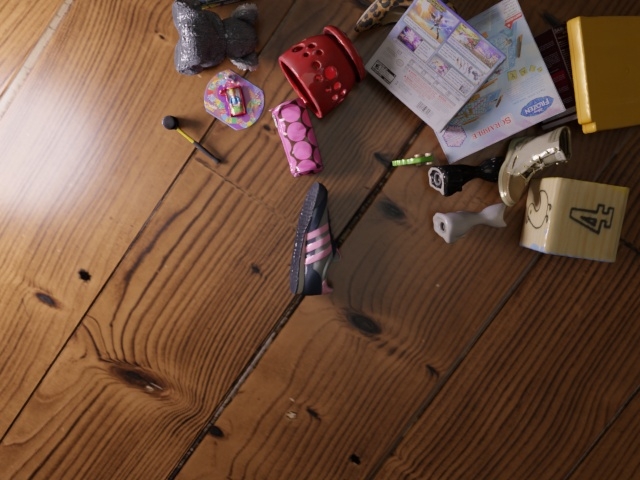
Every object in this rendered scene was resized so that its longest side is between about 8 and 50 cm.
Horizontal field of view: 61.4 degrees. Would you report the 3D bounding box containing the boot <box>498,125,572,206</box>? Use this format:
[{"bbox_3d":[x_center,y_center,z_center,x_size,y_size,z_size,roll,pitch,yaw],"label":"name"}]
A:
[{"bbox_3d":[0.565,-0.196,1.415,0.077,0.165,0.213,32,67,-30],"label":"boot"}]

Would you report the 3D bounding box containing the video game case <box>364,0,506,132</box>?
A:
[{"bbox_3d":[0.291,-0.458,1.388,0.269,0.061,0.244,43,115,4],"label":"video game case"}]

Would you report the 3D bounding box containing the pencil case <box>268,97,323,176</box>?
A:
[{"bbox_3d":[-0.065,-0.277,1.481,0.098,0.095,0.209,-21,96,-24],"label":"pencil case"}]

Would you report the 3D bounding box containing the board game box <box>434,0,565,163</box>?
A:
[{"bbox_3d":[0.424,-0.414,1.425,0.318,0.066,0.318,-23,96,23],"label":"board game box"}]

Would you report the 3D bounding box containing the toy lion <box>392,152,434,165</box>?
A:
[{"bbox_3d":[0.250,-0.219,1.482,0.096,0.100,0.034,-10,98,-17],"label":"toy lion"}]

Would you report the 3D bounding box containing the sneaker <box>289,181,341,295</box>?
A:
[{"bbox_3d":[0.000,0.000,1.515,0.131,0.112,0.319,8,99,-17],"label":"sneaker"}]

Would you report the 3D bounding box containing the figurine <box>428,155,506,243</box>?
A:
[{"bbox_3d":[0.418,-0.115,1.481,0.209,0.092,0.215,-12,104,-13],"label":"figurine"}]

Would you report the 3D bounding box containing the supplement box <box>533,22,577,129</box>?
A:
[{"bbox_3d":[0.621,-0.431,1.431,0.073,0.130,0.240,-26,97,-29],"label":"supplement box"}]

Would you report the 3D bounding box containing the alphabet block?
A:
[{"bbox_3d":[0.673,-0.059,1.447,0.193,0.192,0.197,8,95,-2],"label":"alphabet block"}]

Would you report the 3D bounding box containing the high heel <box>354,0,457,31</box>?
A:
[{"bbox_3d":[0.236,-0.580,1.440,0.261,0.093,0.186,-35,88,-5],"label":"high heel"}]

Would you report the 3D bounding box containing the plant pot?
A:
[{"bbox_3d":[0.012,-0.447,1.414,0.174,0.191,0.191,-35,95,1],"label":"plant pot"}]

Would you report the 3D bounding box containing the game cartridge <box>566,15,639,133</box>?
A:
[{"bbox_3d":[0.775,-0.435,1.403,0.323,0.052,0.285,-12,96,-26],"label":"game cartridge"}]

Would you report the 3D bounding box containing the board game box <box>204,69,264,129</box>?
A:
[{"bbox_3d":[-0.244,-0.392,1.499,0.168,0.033,0.133,33,95,-2],"label":"board game box"}]

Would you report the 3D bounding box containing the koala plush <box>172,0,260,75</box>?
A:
[{"bbox_3d":[-0.265,-0.531,1.420,0.221,0.203,0.196,-5,110,-21],"label":"koala plush"}]

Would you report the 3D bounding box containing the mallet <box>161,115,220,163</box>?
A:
[{"bbox_3d":[-0.361,-0.283,1.515,0.189,0.062,0.039,39,97,-18],"label":"mallet"}]

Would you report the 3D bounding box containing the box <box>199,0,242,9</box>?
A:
[{"bbox_3d":[-0.246,-0.707,1.464,0.206,0.036,0.114,-12,96,2],"label":"box"}]
